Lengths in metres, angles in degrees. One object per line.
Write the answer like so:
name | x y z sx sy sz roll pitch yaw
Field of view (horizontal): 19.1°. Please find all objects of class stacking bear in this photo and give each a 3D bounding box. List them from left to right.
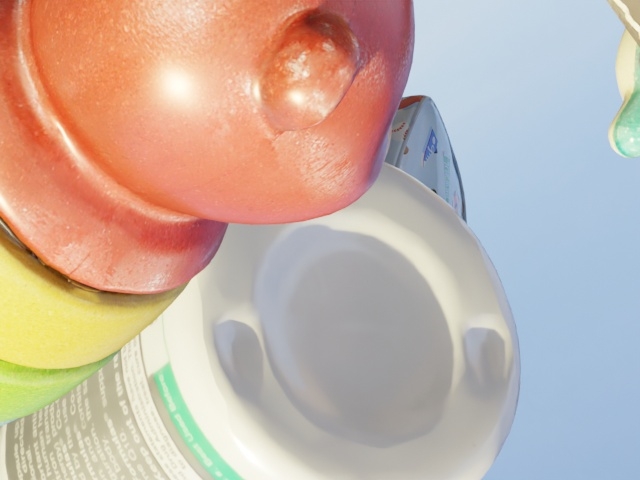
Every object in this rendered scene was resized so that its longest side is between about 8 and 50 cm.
stacking bear | -0.093 -0.024 0.595 0.289 0.164 0.175 -27 -140 33

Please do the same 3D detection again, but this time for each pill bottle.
pill bottle | -0.062 0.108 1.086 0.204 0.204 0.361 -47 -175 -37

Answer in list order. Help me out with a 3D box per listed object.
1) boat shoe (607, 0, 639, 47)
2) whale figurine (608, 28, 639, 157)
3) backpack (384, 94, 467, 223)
boat shoe | 0.109 -0.166 0.736 0.116 0.324 0.097 -7 152 -35
whale figurine | 0.343 -0.089 1.570 0.216 0.272 0.141 -3 -175 -27
backpack | 0.000 0.000 1.466 0.263 0.213 0.276 67 42 -61
